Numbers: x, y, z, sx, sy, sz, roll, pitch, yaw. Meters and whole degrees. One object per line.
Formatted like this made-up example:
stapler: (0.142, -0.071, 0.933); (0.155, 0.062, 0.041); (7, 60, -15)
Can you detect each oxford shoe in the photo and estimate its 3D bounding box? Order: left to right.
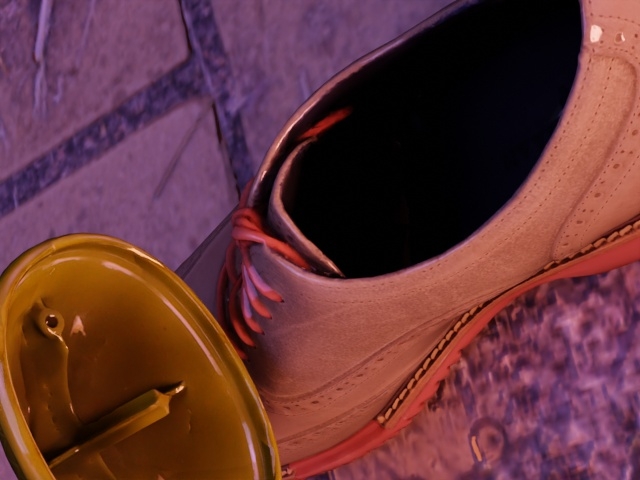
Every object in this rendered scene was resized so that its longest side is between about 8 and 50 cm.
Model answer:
oxford shoe: (0.000, 0.000, 0.508); (0.348, 0.130, 0.123); (-40, 61, 34)

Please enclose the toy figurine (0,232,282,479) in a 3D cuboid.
toy figurine: (-0.062, 0.201, 0.500); (0.362, 0.191, 0.217); (55, 149, -1)
